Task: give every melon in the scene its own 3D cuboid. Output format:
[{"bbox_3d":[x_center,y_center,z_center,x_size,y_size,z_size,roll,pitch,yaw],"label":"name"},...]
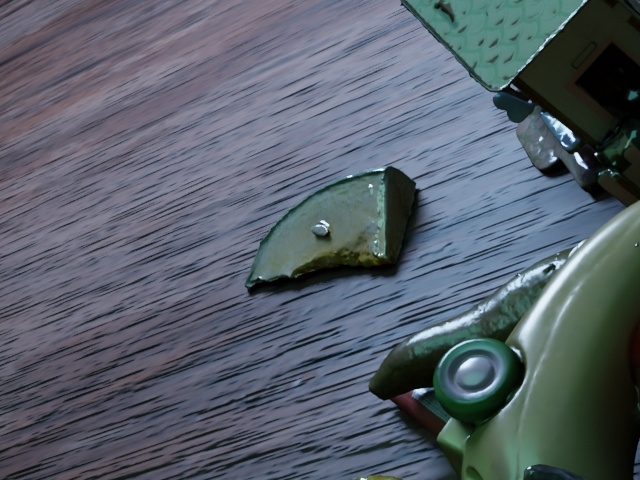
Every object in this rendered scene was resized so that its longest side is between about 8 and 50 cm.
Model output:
[{"bbox_3d":[0.003,-0.007,1.541,0.182,0.054,0.098,-11,58,40],"label":"melon"}]

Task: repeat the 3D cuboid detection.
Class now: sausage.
[{"bbox_3d":[0.105,0.140,1.252,0.034,0.034,0.253,-47,33,-8],"label":"sausage"}]

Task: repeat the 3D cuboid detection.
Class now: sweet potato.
[{"bbox_3d":[0.148,0.060,1.259,0.244,0.077,0.077,-26,35,20],"label":"sweet potato"}]

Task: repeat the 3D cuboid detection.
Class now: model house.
[{"bbox_3d":[0.160,-0.185,1.367,0.169,0.244,0.326,-44,32,15],"label":"model house"}]

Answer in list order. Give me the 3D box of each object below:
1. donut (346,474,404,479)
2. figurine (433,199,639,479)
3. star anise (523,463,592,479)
[{"bbox_3d":[0.015,0.253,1.192,0.178,0.065,0.162,-38,27,10],"label":"donut"},{"bbox_3d":[0.215,0.094,1.085,0.222,0.124,0.324,22,65,40],"label":"figurine"},{"bbox_3d":[0.212,0.192,0.935,0.198,0.257,0.110,-23,0,-12],"label":"star anise"}]
